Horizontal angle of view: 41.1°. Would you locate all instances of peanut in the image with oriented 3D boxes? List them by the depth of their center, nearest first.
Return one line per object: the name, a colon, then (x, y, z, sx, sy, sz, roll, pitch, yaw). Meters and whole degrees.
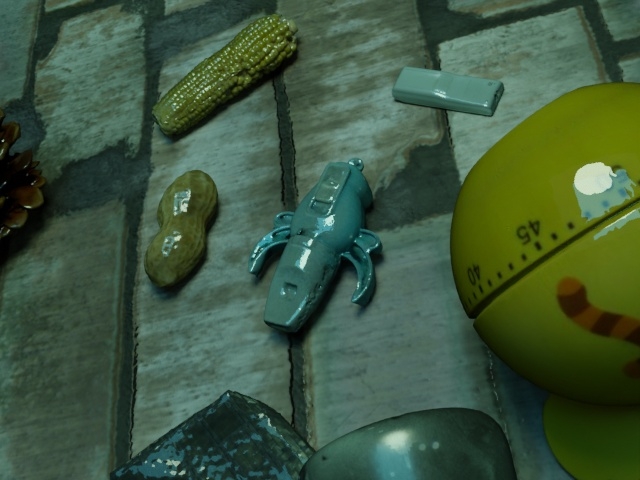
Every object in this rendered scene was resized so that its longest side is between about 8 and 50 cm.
peanut: (-0.208, -0.018, 1.262, 0.089, 0.089, 0.192, 1, 58, 21)

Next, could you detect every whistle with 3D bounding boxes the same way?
whistle: (0.000, 0.000, 1.170, 0.186, 0.093, 0.274, 15, 67, 27)

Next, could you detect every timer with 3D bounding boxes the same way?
timer: (0.328, 0.040, 0.891, 0.376, 0.376, 0.387, -31, 76, -2)

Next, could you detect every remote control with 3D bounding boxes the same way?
remote control: (0.190, -0.229, 1.286, 0.162, 0.029, 0.061, 13, 65, 27)

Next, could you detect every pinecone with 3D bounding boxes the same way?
pinecone: (-0.568, -0.114, 1.356, 0.264, 0.264, 0.264, -10, 55, 14)

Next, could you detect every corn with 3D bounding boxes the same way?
corn: (-0.155, -0.275, 1.413, 0.288, 0.086, 0.086, -38, 53, -4)

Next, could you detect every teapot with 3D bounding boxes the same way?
teapot: (0.144, 0.336, 0.859, 0.223, 0.305, 0.285, -46, 48, 43)

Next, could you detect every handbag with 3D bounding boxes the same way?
handbag: (-0.131, 0.303, 1.029, 0.270, 0.088, 0.175, -35, 61, -5)
